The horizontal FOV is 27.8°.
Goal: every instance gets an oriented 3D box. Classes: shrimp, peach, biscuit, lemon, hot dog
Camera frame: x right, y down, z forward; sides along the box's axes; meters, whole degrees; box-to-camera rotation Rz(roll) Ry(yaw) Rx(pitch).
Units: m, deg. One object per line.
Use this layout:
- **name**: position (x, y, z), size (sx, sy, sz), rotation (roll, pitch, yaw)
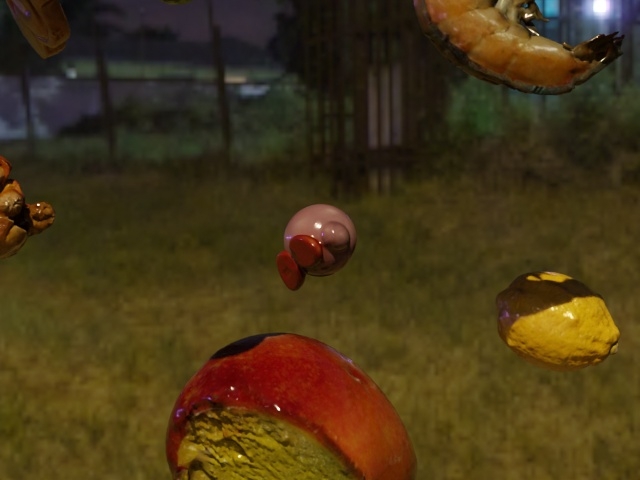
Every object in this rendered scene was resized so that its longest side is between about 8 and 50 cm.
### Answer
- **shrimp**: position (0.228, -0.272, 1.265), size (0.222, 0.290, 0.054), rotation (38, -10, -8)
- **peach**: position (-0.036, 0.323, 1.941), size (0.335, 0.406, 0.310), rotation (-42, 10, 25)
- **biscuit**: position (-0.416, -0.364, 1.784), size (0.047, 0.202, 0.334), rotation (-32, -17, -15)
- **lemon**: position (0.280, 0.098, 1.534), size (0.155, 0.114, 0.114), rotation (21, 7, 13)
- **hot dog**: position (-0.448, -0.061, 1.636), size (0.117, 0.158, 0.349), rotation (-34, 19, -26)

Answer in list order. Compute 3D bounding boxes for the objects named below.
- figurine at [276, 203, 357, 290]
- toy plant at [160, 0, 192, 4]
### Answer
- **figurine**: position (0.000, 0.000, 1.187), size (0.071, 0.067, 0.083), rotation (-30, 3, -31)
- **toy plant**: position (-0.192, -0.389, 1.433), size (0.175, 0.235, 0.218), rotation (0, -2, 27)
